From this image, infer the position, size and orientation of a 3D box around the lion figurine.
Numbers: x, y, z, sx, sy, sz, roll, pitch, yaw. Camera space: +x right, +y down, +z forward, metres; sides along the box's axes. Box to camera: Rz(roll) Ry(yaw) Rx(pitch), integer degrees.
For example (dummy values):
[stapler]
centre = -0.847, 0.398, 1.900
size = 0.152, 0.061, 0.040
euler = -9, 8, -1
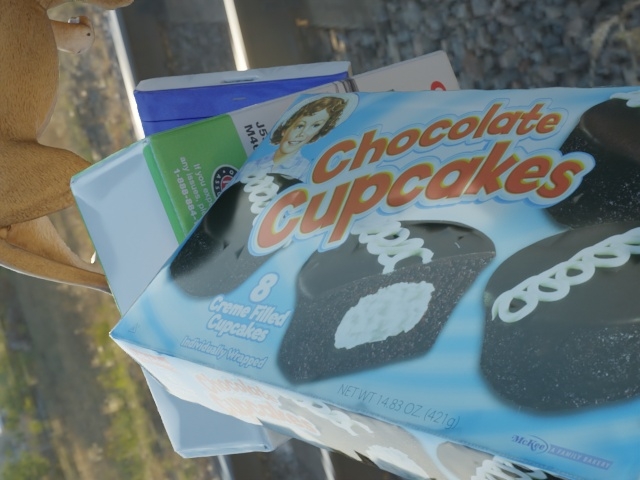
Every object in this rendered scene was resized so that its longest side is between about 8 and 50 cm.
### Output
[lion figurine]
centre = -0.254, -0.122, 0.850
size = 0.142, 0.240, 0.392
euler = -29, 69, 36

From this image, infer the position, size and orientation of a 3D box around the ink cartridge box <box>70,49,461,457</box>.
[ink cartridge box]
centre = 0.000, 0.000, 0.742
size = 0.115, 0.273, 0.198
euler = -19, 94, 51

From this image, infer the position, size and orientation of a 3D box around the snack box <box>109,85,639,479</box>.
[snack box]
centre = 0.055, 0.012, 0.498
size = 0.322, 0.187, 0.060
euler = 7, 143, 49

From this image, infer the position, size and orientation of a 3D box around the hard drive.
[hard drive]
centre = -0.050, -0.019, 1.099
size = 0.040, 0.210, 0.318
euler = -73, -24, -57
